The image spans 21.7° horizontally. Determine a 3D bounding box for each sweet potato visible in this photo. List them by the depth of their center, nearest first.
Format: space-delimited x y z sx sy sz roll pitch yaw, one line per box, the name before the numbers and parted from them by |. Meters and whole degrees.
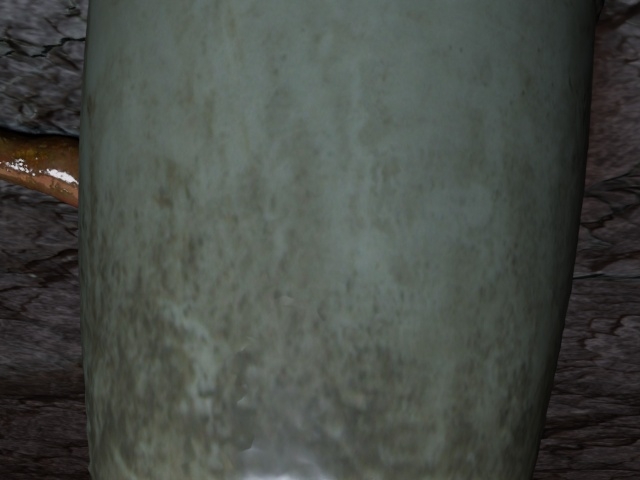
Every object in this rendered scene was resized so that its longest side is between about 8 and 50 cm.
sweet potato | -0.219 -0.062 1.216 0.214 0.050 0.050 18 159 -20

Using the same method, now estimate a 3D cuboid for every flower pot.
flower pot | 0.000 0.000 0.895 0.293 0.330 0.293 5 160 2
